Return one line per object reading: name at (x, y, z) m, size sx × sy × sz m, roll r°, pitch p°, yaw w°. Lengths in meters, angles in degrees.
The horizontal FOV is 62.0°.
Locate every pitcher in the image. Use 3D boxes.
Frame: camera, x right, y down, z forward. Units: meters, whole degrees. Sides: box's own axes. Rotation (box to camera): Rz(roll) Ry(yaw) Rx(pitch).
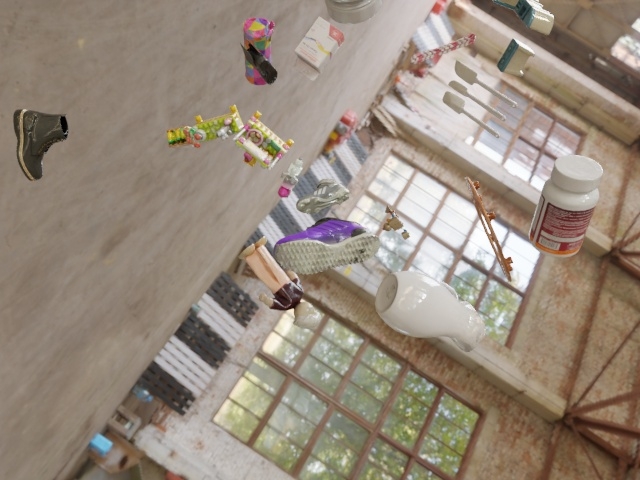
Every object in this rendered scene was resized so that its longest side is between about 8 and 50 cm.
pitcher at (0.215, 0.125, 1.091) m, size 0.126 × 0.207 × 0.178 m, roll -58°, pitch -158°, yaw 25°

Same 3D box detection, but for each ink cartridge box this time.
ink cartridge box at (-0.015, -0.712, 1.990) m, size 0.198 × 0.115 × 0.067 m, roll -54°, pitch 172°, yaw 4°

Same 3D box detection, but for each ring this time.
ring at (0.508, -0.038, 1.588) m, size 0.032 × 0.337 × 0.336 m, roll -22°, pitch -174°, yaw 13°

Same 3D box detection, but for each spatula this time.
spatula at (0.495, -0.436, 1.677) m, size 0.019 × 0.242 × 0.168 m, roll -33°, pitch 155°, yaw -31°

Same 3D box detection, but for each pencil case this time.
pencil case at (-0.211, -0.642, 1.820) m, size 0.104 × 0.104 × 0.236 m, roll -56°, pitch 171°, yaw -26°

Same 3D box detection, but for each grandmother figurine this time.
grandmother figurine at (-0.127, 0.156, 1.762) m, size 0.208 × 0.342 × 0.104 m, roll -39°, pitch 179°, yaw -42°

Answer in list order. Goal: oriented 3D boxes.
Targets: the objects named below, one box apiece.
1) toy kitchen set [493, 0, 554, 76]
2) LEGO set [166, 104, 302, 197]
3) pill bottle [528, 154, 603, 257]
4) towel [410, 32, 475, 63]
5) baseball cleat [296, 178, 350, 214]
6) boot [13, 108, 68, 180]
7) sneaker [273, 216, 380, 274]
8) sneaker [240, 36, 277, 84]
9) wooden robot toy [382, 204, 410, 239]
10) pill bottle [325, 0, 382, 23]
toy kitchen set at (0.509, -0.571, 1.442) m, size 0.207 × 0.122 × 0.166 m, roll -88°, pitch -162°, yaw -50°
LEGO set at (-0.172, -0.177, 1.011) m, size 0.107 × 0.286 × 0.132 m, roll -66°, pitch 176°, yaw -55°
pill bottle at (0.567, -0.077, 1.233) m, size 0.121 × 0.121 × 0.221 m, roll -55°, pitch 153°, yaw -43°
towel at (0.370, -0.588, 1.631) m, size 0.196 × 0.029 × 0.144 m, roll -16°, pitch -163°, yaw 14°
baseball cleat at (-0.005, -0.147, 1.756) m, size 0.205 × 0.109 × 0.072 m, roll -13°, pitch 138°, yaw -31°
boot at (-0.759, -0.259, 1.477) m, size 0.077 × 0.136 × 0.198 m, roll -84°, pitch 177°, yaw -63°
sneaker at (0.000, 0.001, 1.412) m, size 0.146 × 0.293 × 0.102 m, roll 54°, pitch -40°, yaw 47°
sneaker at (-0.194, -0.564, 1.686) m, size 0.051 × 0.089 × 0.170 m, roll -46°, pitch 165°, yaw 0°
wooden robot toy at (0.286, -0.063, 2.143) m, size 0.079 × 0.173 × 0.076 m, roll -33°, pitch -148°, yaw 15°
pill bottle at (0.068, -0.796, 1.465) m, size 0.204 × 0.204 × 0.361 m, roll -56°, pitch 156°, yaw -17°
